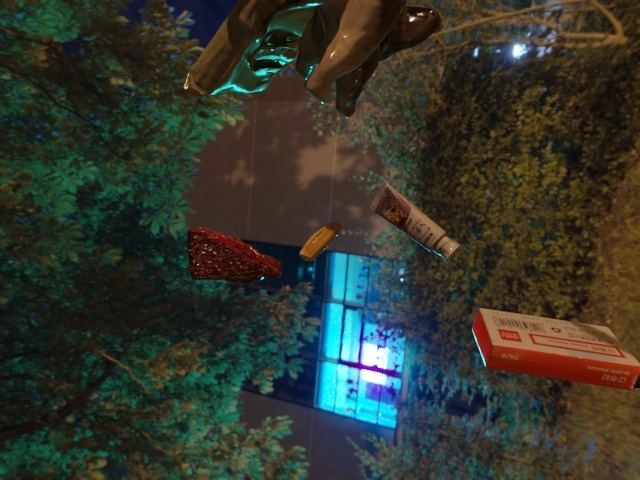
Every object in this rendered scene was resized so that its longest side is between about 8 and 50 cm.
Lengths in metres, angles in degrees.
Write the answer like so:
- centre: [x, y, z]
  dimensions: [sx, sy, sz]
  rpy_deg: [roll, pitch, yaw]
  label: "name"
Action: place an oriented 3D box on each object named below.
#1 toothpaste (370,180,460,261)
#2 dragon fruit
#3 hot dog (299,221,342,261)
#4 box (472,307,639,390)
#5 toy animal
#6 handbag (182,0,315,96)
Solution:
- centre: [0.279, -0.053, 1.312]
  dimensions: [0.073, 0.299, 0.114]
  rpy_deg: [-30, -28, -42]
  label: "toothpaste"
- centre: [-0.124, 0.037, 0.618]
  dimensions: [0.097, 0.131, 0.063]
  rpy_deg: [-101, 21, -45]
  label: "dragon fruit"
- centre: [0.000, 0.001, 0.902]
  dimensions: [0.137, 0.044, 0.028]
  rpy_deg: [-49, -26, -45]
  label: "hot dog"
- centre: [0.376, 0.173, 0.708]
  dimensions: [0.123, 0.229, 0.050]
  rpy_deg: [-66, -17, -68]
  label: "box"
- centre: [0.073, -0.374, 0.724]
  dimensions: [0.302, 0.194, 0.344]
  rpy_deg: [-44, 0, 17]
  label: "toy animal"
- centre: [-0.140, -0.445, 0.978]
  dimensions: [0.109, 0.316, 0.253]
  rpy_deg: [54, -145, 2]
  label: "handbag"
